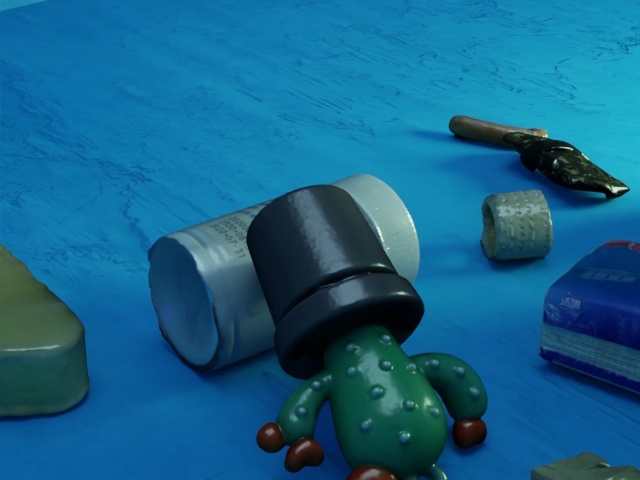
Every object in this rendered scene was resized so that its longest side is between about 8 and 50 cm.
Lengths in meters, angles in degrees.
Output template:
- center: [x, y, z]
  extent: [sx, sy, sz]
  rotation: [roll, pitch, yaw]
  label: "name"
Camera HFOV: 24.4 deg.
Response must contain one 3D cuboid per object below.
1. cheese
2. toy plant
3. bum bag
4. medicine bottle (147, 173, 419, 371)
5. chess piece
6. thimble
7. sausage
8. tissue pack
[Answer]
- center: [-0.522, 0.135, 1.932]
  extent: [0.383, 0.104, 0.384]
  rotation: [-2, 27, 1]
  label: "cheese"
- center: [0.053, 0.131, 1.745]
  extent: [0.279, 0.185, 0.400]
  rotation: [10, 46, -44]
  label: "toy plant"
- center: [0.393, -0.128, 2.419]
  extent: [0.102, 0.069, 0.248]
  rotation: [24, 7, -38]
  label: "bum bag"
- center: [-0.047, 0.037, 1.995]
  extent: [0.332, 0.190, 0.190]
  rotation: [-19, 31, -30]
  label: "medicine bottle"
- center: [0.319, 0.282, 1.622]
  extent: [0.090, 0.090, 0.200]
  rotation: [-17, 19, -27]
  label: "chess piece"
- center: [0.288, -0.022, 2.187]
  extent: [0.090, 0.102, 0.115]
  rotation: [-6, -2, -6]
  label: "thimble"
- center: [0.307, -0.188, 2.576]
  extent: [0.176, 0.040, 0.047]
  rotation: [12, 24, 26]
  label: "sausage"
- center: [0.442, 0.104, 1.886]
  extent: [0.269, 0.137, 0.209]
  rotation: [20, 36, 35]
  label: "tissue pack"
